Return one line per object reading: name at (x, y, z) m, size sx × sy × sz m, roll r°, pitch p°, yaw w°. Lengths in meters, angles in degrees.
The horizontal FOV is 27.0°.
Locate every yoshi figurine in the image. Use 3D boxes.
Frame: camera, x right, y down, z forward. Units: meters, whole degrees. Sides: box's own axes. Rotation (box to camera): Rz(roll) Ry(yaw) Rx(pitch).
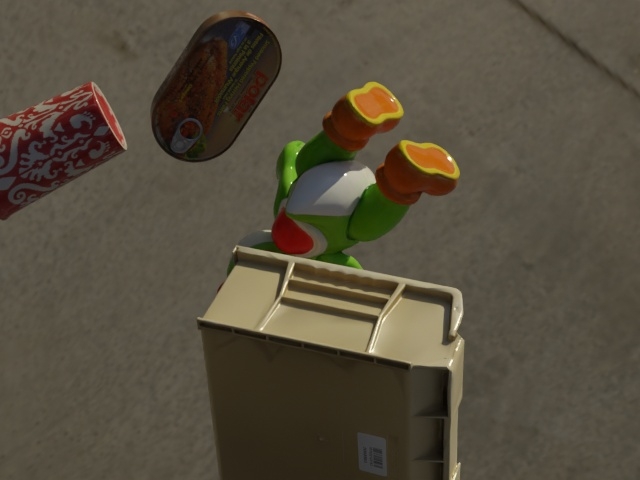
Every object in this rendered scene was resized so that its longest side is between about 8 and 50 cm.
yoshi figurine at (0.010, -0.009, 1.611) m, size 0.203 × 0.362 × 0.203 m, roll 28°, pitch 31°, yaw -21°

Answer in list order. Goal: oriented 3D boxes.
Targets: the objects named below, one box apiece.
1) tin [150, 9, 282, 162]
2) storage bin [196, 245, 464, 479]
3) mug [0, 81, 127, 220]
tin at (-0.121, -0.177, 1.536) m, size 0.106 × 0.189 × 0.040 m, roll 29°, pitch 17°, yaw -22°
storage bin at (0.020, 0.165, 1.371) m, size 0.260 × 0.262 × 0.123 m, roll 10°, pitch 38°, yaw 17°
mug at (-0.328, -0.123, 1.577) m, size 0.169 × 0.113 × 0.150 m, roll -26°, pitch 50°, yaw 2°
